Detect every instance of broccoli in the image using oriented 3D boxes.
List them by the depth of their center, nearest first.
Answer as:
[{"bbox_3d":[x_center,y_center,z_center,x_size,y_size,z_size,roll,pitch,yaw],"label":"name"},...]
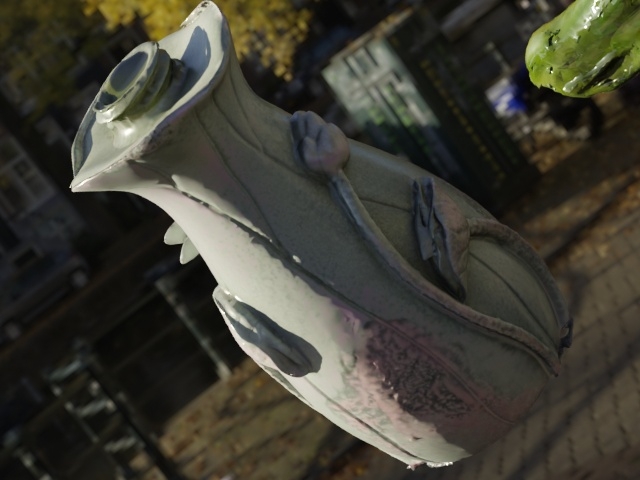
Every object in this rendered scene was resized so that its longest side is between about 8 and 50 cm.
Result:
[{"bbox_3d":[0.223,-0.167,0.869,0.145,0.165,0.304,-43,2,-38],"label":"broccoli"}]

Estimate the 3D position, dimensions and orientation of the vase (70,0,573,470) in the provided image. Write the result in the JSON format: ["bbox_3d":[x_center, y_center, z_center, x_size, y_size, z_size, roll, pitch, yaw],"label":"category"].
[{"bbox_3d":[0.000,0.000,1.277,0.250,0.445,0.250,-38,28,24],"label":"vase"}]
